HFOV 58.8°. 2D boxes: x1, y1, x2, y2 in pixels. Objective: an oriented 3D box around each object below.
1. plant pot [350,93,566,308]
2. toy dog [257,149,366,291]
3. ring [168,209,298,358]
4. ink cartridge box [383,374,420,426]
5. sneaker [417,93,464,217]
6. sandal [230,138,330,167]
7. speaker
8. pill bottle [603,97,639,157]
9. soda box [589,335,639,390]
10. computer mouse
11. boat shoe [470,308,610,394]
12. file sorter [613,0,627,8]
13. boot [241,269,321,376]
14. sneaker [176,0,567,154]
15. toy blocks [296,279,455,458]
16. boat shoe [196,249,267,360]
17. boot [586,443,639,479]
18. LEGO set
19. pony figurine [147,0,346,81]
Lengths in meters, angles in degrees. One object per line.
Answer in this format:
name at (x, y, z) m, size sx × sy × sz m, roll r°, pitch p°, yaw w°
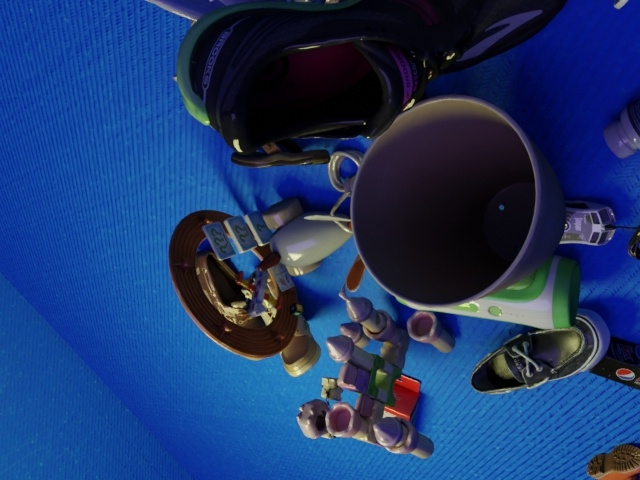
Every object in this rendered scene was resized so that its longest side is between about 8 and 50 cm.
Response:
plant pot at (0.224, -0.038, 0.782) m, size 0.256 × 0.274 × 0.256 m, roll -5°, pitch 83°, yaw 41°
toy dog at (0.000, 0.000, 1.077) m, size 0.220 × 0.161 × 0.333 m, roll 49°, pitch 139°, yaw -7°
ring at (-0.160, 0.077, 1.157) m, size 0.032 × 0.336 × 0.336 m, roll -36°, pitch 104°, yaw 30°
ink cartridge box at (0.173, 0.427, 1.439) m, size 0.134 × 0.078 × 0.231 m, roll 17°, pitch 136°, yaw 21°
sneaker at (0.139, -0.126, 0.911) m, size 0.123 × 0.106 × 0.290 m, roll -9°, pitch 124°, yaw 37°
sandal at (-0.075, -0.166, 1.046) m, size 0.219 × 0.090 × 0.060 m, roll 6°, pitch 103°, yaw 43°
speaker at (0.282, 0.074, 0.985) m, size 0.296 × 0.131 × 0.131 m, roll 5°, pitch 131°, yaw 32°
pill bottle at (0.424, -0.154, 0.712) m, size 0.067 × 0.067 × 0.120 m, roll 44°, pitch 139°, yaw -9°
soda box at (0.564, 0.224, 0.984) m, size 0.169 × 0.053 × 0.060 m, roll 18°, pitch 135°, yaw 20°
computer mouse at (0.407, -0.030, 0.861) m, size 0.193 × 0.042 × 0.106 m, roll 7°, pitch 120°, yaw 31°
boat shoe at (0.387, 0.216, 1.044) m, size 0.301 × 0.102 × 0.108 m, roll -46°, pitch 60°, yaw 53°
file sorter at (0.348, -0.317, 0.530) m, size 0.277 × 0.173 × 0.193 m, roll 33°, pitch 140°, yaw 4°
boot at (-0.094, 0.177, 1.295) m, size 0.095 × 0.262 × 0.203 m, roll -32°, pitch 108°, yaw 3°
sneaker at (0.083, -0.210, 0.659) m, size 0.185 × 0.482 × 0.202 m, roll 74°, pitch 172°, yaw -51°
toy blocks at (0.069, 0.262, 1.153) m, size 0.309 × 0.289 × 0.260 m, roll -2°, pitch 152°, yaw 40°
boat shoe at (-0.212, 0.164, 1.434) m, size 0.123 × 0.123 × 0.342 m, roll -15°, pitch 112°, yaw 45°
boot at (0.636, 0.473, 1.174) m, size 0.084 × 0.059 × 0.158 m, roll 29°, pitch 148°, yaw 5°
LEGO set at (-0.115, 0.053, 1.155) m, size 0.060 × 0.182 × 0.244 m, roll -30°, pitch 85°, yaw 33°
pony figurine at (-0.102, -0.320, 0.806) m, size 0.351 × 0.303 × 0.363 m, roll 18°, pitch 147°, yaw -9°
